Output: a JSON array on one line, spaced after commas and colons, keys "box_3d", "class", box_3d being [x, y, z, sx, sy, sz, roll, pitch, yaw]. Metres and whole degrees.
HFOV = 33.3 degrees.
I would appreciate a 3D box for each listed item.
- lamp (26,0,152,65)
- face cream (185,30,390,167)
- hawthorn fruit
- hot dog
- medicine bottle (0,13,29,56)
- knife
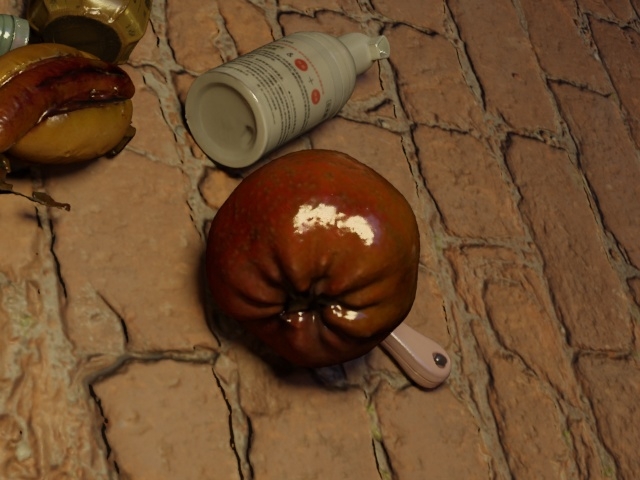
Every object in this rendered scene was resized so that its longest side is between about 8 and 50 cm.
[{"box_3d": [-0.307, -0.330, 1.440, 0.161, 0.161, 0.185, 19, 51, -28], "class": "lamp"}, {"box_3d": [-0.031, -0.235, 1.602, 0.145, 0.145, 0.370, 52, 42, 3], "class": "face cream"}, {"box_3d": [0.000, 0.000, 1.382, 0.277, 0.277, 0.298, 32, 30, -18], "class": "hawthorn fruit"}, {"box_3d": [-0.317, -0.155, 1.286, 0.194, 0.107, 0.326, 47, 31, -9], "class": "hot dog"}, {"box_3d": [-0.471, -0.269, 1.307, 0.217, 0.090, 0.090, 13, 54, -33], "class": "medicine bottle"}, {"box_3d": [0.059, 0.081, 1.528, 0.336, 0.043, 0.081, 44, 39, -2], "class": "knife"}]
